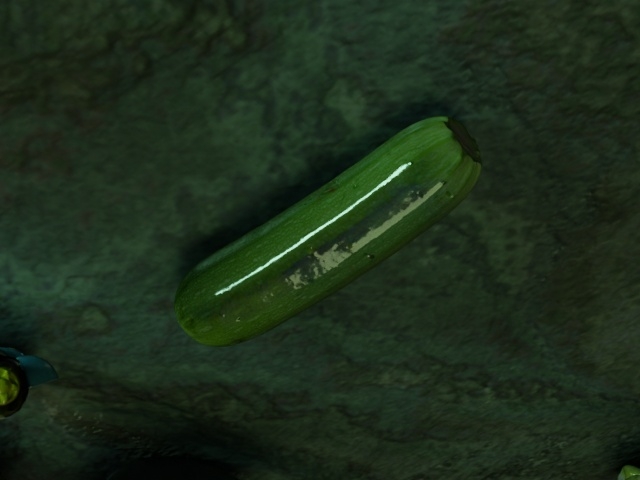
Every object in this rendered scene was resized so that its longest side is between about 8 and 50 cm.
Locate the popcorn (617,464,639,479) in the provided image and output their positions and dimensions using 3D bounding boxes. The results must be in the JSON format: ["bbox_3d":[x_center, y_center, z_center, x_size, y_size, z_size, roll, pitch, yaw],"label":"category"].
[{"bbox_3d":[0.378,0.271,1.078,0.126,0.126,0.145,-34,159,7],"label":"popcorn"}]

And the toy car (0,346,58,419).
[{"bbox_3d":[-0.265,0.086,0.671,0.161,0.098,0.126,-21,-178,-40],"label":"toy car"}]

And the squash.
[{"bbox_3d":[0.000,0.000,0.657,0.228,0.066,0.066,-34,139,20],"label":"squash"}]

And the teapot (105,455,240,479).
[{"bbox_3d":[-0.176,0.345,0.868,0.270,0.200,0.337,9,119,-37],"label":"teapot"}]

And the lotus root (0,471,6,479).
[{"bbox_3d":[-0.354,0.257,0.793,0.284,0.146,0.160,-24,119,16],"label":"lotus root"}]
